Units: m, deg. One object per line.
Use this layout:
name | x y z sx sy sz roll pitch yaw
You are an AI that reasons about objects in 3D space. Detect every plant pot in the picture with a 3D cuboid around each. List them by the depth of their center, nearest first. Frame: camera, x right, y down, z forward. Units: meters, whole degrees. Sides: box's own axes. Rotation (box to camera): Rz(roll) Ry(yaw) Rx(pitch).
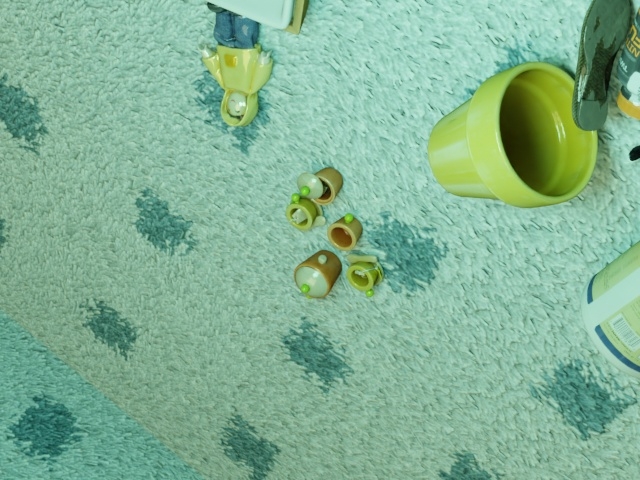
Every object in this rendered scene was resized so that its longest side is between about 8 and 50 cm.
plant pot | 0.332 -0.177 1.870 0.239 0.254 0.254 -10 116 56

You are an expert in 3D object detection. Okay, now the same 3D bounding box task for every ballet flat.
ballet flat | 0.474 -0.312 1.759 0.084 0.058 0.249 1 109 -9

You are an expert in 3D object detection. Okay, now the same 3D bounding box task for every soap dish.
soap dish | -0.139 -0.554 1.981 0.291 0.118 0.228 24 129 17

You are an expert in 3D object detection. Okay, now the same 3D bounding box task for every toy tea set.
toy tea set | 0.000 0.000 2.288 0.200 0.124 0.336 -4 119 36

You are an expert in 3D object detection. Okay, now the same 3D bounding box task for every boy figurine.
boy figurine | -0.183 -0.376 2.167 0.177 0.092 0.285 16 126 21

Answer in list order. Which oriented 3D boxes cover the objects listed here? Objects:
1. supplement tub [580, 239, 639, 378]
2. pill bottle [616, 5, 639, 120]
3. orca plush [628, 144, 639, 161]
supplement tub | 0.648 0.087 1.836 0.228 0.228 0.316 43 135 1
pill bottle | 0.565 -0.315 1.671 0.131 0.130 0.245 26 132 17
orca plush | 0.647 -0.178 1.680 0.287 0.102 0.151 -21 145 30
